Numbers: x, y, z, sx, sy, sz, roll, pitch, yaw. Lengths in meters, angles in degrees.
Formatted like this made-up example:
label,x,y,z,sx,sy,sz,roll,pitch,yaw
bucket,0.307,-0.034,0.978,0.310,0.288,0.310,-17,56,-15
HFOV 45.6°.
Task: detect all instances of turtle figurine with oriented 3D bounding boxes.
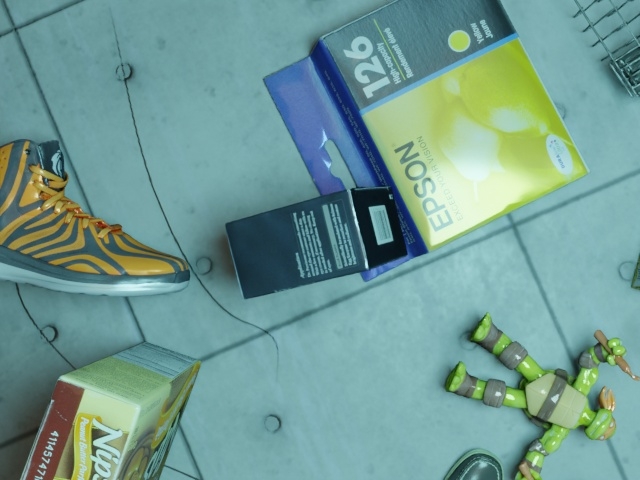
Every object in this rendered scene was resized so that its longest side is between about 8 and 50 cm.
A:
label,x,y,z,sx,sy,sz,roll,pitch,yaw
turtle figurine,0.279,0.177,0.932,0.217,0.087,0.270,29,98,10

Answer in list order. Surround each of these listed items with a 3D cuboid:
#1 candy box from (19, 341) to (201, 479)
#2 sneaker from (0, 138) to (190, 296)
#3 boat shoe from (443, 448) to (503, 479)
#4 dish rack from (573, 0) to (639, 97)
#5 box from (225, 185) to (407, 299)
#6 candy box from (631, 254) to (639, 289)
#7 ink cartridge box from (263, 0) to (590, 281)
label,x,y,z,sx,sy,sz,roll,pitch,yaw
candy box,-0.223,0.223,0.829,0.087,0.316,0.183,20,89,1
sneaker,-0.311,-0.031,0.938,0.320,0.124,0.180,9,89,2
boat shoe,0.166,0.368,0.935,0.080,0.073,0.224,28,89,2
dish rack,0.403,-0.320,0.956,0.208,0.074,0.272,-33,89,2
box,0.000,0.000,0.890,0.158,0.156,0.093,-14,89,23
candy box,0.471,-0.015,0.951,0.109,0.053,0.187,15,87,2
ink cartridge box,0.127,-0.148,0.959,0.307,0.072,0.304,-27,88,-1
